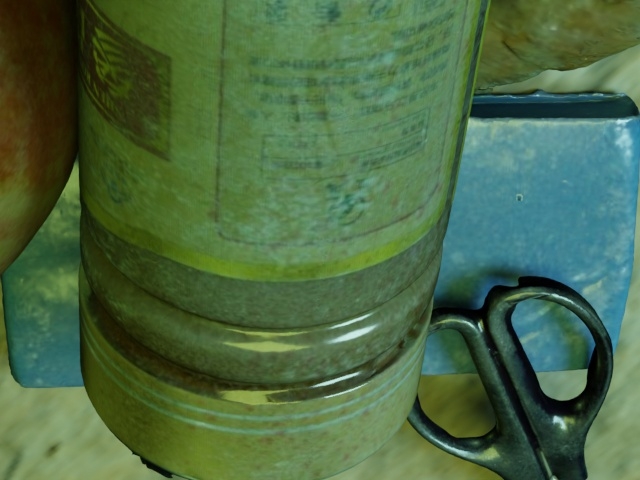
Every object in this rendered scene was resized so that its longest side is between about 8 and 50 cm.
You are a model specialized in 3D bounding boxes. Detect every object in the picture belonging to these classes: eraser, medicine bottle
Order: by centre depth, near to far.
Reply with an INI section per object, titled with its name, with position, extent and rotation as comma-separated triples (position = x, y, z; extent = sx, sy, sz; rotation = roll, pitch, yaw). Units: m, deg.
[medicine bottle]
position = -0.017, -0.063, 0.661
extent = 0.151, 0.151, 0.322
rotation = 1, 133, -7
[eraser]
position = 0.000, 0.000, 0.851
extent = 0.312, 0.042, 0.144
rotation = -1, 115, -6

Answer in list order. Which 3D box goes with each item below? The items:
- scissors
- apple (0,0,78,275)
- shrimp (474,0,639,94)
[scissors]
position = 0.127, 0.136, 0.915
extent = 0.109, 0.022, 0.300
rotation = -20, 127, 9
[apple]
position = -0.222, -0.068, 0.678
extent = 0.257, 0.234, 0.256
rotation = 1, 103, 4
[shrimp]
position = -0.033, -0.191, 0.719
extent = 0.445, 0.085, 0.272
rotation = 20, 138, -8
